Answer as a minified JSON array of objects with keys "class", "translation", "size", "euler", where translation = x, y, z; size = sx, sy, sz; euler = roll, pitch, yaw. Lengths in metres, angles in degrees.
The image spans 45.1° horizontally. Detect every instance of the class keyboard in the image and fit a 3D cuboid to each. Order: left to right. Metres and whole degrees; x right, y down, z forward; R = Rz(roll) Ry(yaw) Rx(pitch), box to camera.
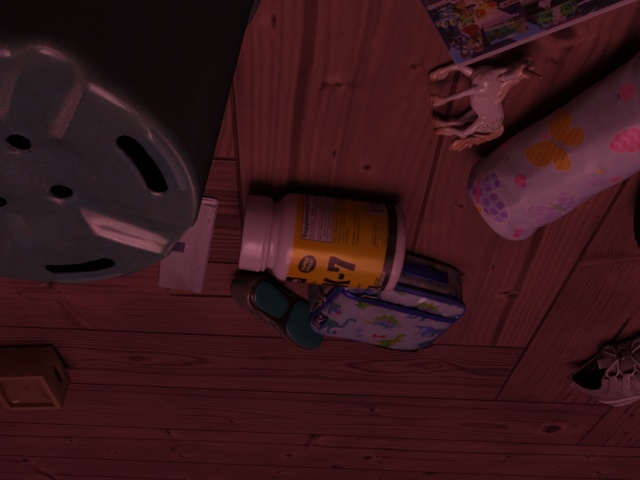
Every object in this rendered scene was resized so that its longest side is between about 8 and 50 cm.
[{"class":"keyboard","translation":[-0.200,0.009,1.145],"size":[0.072,0.014,0.256],"euler":[12,145,-6]}]

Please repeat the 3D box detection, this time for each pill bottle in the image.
[{"class":"pill bottle","translation":[0.000,0.000,1.023],"size":[0.209,0.119,0.119],"euler":[7,146,-6]}]

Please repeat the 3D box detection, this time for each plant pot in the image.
[{"class":"plant pot","translation":[-0.200,-0.171,0.585],"size":[0.341,0.334,0.341],"euler":[2,146,1]}]

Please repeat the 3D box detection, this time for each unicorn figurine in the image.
[{"class":"unicorn figurine","translation":[0.175,-0.157,0.842],"size":[0.111,0.060,0.162],"euler":[-5,162,10]}]

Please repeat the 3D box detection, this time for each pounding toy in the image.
[{"class":"pounding toy","translation":[-0.559,0.263,1.483],"size":[0.130,0.100,0.141],"euler":[-2,135,6]}]

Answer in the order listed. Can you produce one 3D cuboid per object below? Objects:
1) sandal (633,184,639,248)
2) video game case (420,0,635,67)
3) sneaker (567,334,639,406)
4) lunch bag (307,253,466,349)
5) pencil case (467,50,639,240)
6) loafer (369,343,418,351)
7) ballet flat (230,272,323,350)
[{"class":"sandal","translation":[0.499,-0.097,0.827],"size":[0.107,0.167,0.445],"euler":[-7,150,-19]},{"class":"video game case","translation":[0.186,-0.260,0.711],"size":[0.201,0.023,0.183],"euler":[-17,142,25]},{"class":"sneaker","translation":[0.542,0.222,1.340],"size":[0.115,0.105,0.281],"euler":[12,146,-15]},{"class":"lunch bag","translation":[0.100,0.089,1.181],"size":[0.219,0.090,0.176],"euler":[17,140,-22]},{"class":"pencil case","translation":[0.296,-0.102,0.862],"size":[0.124,0.113,0.273],"euler":[5,152,-42]},{"class":"loafer","translation":[0.090,0.148,1.299],"size":[0.170,0.062,0.061],"euler":[26,149,-17]},{"class":"ballet flat","translation":[-0.070,0.112,1.257],"size":[0.068,0.072,0.213],"euler":[11,157,40]}]
